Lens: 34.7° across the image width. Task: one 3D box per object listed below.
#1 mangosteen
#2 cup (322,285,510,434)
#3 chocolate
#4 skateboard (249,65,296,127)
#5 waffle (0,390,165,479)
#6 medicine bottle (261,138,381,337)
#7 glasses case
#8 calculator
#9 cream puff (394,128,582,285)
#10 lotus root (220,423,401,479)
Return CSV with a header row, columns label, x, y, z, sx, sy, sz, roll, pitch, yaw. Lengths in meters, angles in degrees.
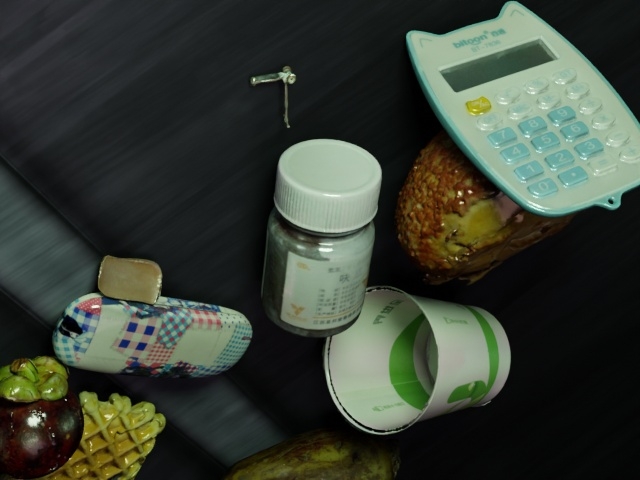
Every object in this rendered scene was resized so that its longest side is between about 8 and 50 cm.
label,x,y,z,sx,sy,sz,roll,pitch,yaw
mangosteen,-0.417,0.246,1.471,0.166,0.166,0.180,-6,118,-31
cup,0.182,0.206,1.810,0.274,0.253,0.253,4,124,-47
chocolate,-0.281,0.057,1.486,0.101,0.031,0.064,8,83,-37
skateboard,-0.064,-0.196,1.428,0.064,0.032,0.083,-13,131,-12
waffle,-0.389,0.350,1.660,0.250,0.056,0.261,11,121,-40
medicine bottle,0.000,0.000,1.539,0.165,0.165,0.273,-13,133,-25
glasses case,-0.248,0.147,1.562,0.327,0.076,0.125,10,122,-40
calculator,0.294,-0.179,1.430,0.256,0.386,0.054,-20,146,-19
cream puff,0.261,-0.086,1.582,0.350,0.228,0.350,-24,167,-6
lotus root,-0.018,0.457,1.928,0.397,0.179,0.196,-12,148,-21
